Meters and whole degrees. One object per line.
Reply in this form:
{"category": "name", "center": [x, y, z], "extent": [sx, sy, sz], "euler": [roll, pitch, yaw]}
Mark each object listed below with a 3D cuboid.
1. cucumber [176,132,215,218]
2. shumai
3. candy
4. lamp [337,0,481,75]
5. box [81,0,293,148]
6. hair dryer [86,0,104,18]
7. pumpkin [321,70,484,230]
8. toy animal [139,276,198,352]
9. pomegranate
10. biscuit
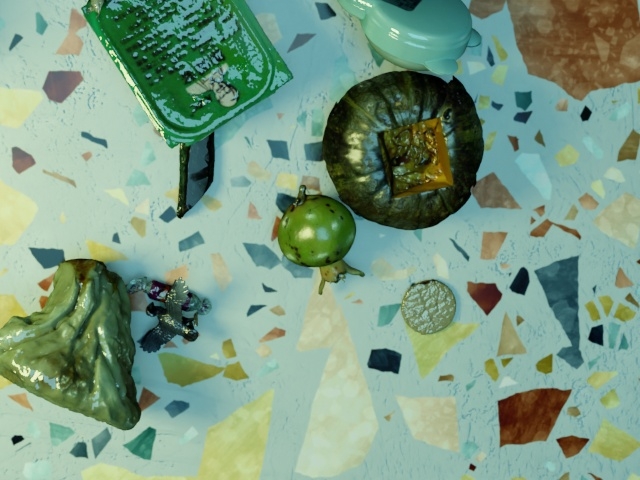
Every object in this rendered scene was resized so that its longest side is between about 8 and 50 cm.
{"category": "cucumber", "center": [-0.238, -0.148, 1.849], "extent": [0.070, 0.046, 0.220], "euler": [1, 99, -17]}
{"category": "shumai", "center": [-0.427, 0.173, 1.767], "extent": [0.303, 0.309, 0.264], "euler": [21, 81, 20]}
{"category": "candy", "center": [-0.297, 0.110, 1.884], "extent": [0.175, 0.043, 0.045], "euler": [21, 99, -16]}
{"category": "lamp", "center": [0.157, -0.422, 1.791], "extent": [0.284, 0.209, 0.147], "euler": [43, 135, -4]}
{"category": "box", "center": [-0.246, -0.364, 1.762], "extent": [0.264, 0.106, 0.337], "euler": [-32, 94, -1]}
{"category": "hair dryer", "center": [-0.377, -0.566, 1.694], "extent": [0.173, 0.107, 0.358], "euler": [3, 87, -8]}
{"category": "pumpkin", "center": [0.160, -0.169, 1.824], "extent": [0.320, 0.192, 0.321], "euler": [-2, 107, -8]}
{"category": "toy animal", "center": [-0.287, 0.155, 1.854], "extent": [0.107, 0.062, 0.220], "euler": [22, 127, -21]}
{"category": "pomegranate", "center": [0.006, 0.000, 1.870], "extent": [0.156, 0.156, 0.220], "euler": [-41, 135, 0]}
{"category": "biscuit", "center": [0.224, 0.138, 1.980], "extent": [0.120, 0.015, 0.120], "euler": [-2, 100, -9]}
